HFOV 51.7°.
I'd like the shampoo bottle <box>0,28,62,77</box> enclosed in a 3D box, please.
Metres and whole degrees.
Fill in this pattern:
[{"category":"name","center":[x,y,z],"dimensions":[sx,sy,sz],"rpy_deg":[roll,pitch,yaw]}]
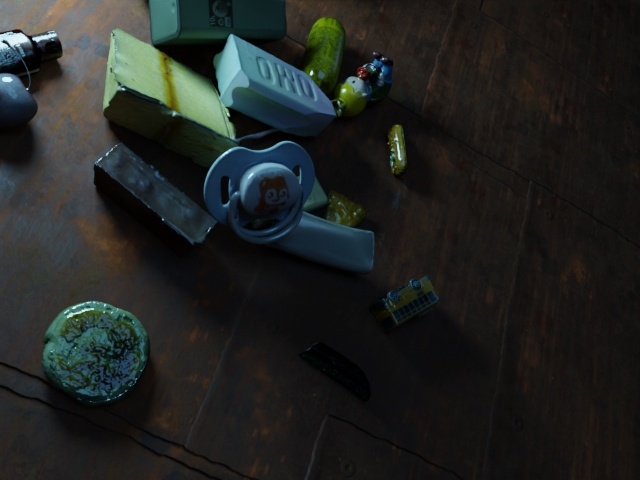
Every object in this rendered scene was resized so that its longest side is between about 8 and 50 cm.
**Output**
[{"category":"shampoo bottle","center":[-0.807,-0.449,1.635],"dimensions":[0.323,0.084,0.129],"rpy_deg":[-31,85,-36]}]

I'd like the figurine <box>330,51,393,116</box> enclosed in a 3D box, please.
[{"category":"figurine","center":[0.125,-0.487,2.073],"dimensions":[0.234,0.185,0.127],"rpy_deg":[-19,56,-35]}]

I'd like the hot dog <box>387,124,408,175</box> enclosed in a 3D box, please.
[{"category":"hot dog","center":[0.244,-0.291,2.098],"dimensions":[0.055,0.072,0.188],"rpy_deg":[-2,65,-4]}]

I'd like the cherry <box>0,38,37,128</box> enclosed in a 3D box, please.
[{"category":"cherry","center":[-0.771,-0.356,1.577],"dimensions":[0.188,0.148,0.115],"rpy_deg":[57,16,-18]}]

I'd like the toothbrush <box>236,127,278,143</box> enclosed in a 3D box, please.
[{"category":"toothbrush","center":[-0.176,-0.310,1.923],"dimensions":[0.204,0.022,0.017],"rpy_deg":[-27,63,-35]}]

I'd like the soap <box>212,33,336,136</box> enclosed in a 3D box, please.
[{"category":"soap","center":[-0.126,-0.423,1.888],"dimensions":[0.346,0.115,0.208],"rpy_deg":[19,42,-37]}]

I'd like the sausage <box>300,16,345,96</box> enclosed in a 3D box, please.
[{"category":"sausage","center":[0.007,-0.576,2.088],"dimensions":[0.123,0.123,0.347],"rpy_deg":[22,58,-16]}]

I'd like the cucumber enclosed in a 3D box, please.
[{"category":"cucumber","center":[0.052,0.325,1.704],"dimensions":[0.220,0.046,0.070],"rpy_deg":[36,47,-6]}]

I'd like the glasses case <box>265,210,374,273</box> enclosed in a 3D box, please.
[{"category":"glasses case","center":[0.001,-0.002,1.800],"dimensions":[0.308,0.083,0.128],"rpy_deg":[18,87,-18]}]

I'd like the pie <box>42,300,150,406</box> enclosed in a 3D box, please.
[{"category":"pie","center":[-0.491,0.246,1.459],"dimensions":[0.240,0.054,0.241],"rpy_deg":[10,63,-22]}]

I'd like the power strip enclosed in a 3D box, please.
[{"category":"power strip","center":[-0.098,-0.112,1.832],"dimensions":[0.256,0.070,0.105],"rpy_deg":[-19,75,-34]}]

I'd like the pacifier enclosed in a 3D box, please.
[{"category":"pacifier","center":[-0.169,-0.146,1.681],"dimensions":[0.299,0.244,0.233],"rpy_deg":[-10,34,-26]}]

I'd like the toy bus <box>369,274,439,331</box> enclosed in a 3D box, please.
[{"category":"toy bus","center":[0.241,0.176,1.844],"dimensions":[0.182,0.091,0.103],"rpy_deg":[-24,80,-32]}]

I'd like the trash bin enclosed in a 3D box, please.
[{"category":"trash bin","center":[-0.293,-0.650,1.900],"dimensions":[0.343,0.223,0.158],"rpy_deg":[-10,102,-32]}]

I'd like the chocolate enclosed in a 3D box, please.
[{"category":"chocolate","center":[-0.413,-0.089,1.636],"dimensions":[0.321,0.112,0.112],"rpy_deg":[39,52,-3]}]

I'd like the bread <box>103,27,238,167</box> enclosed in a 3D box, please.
[{"category":"bread","center":[-0.394,-0.420,1.753],"dimensions":[0.345,0.242,0.405],"rpy_deg":[15,63,-23]}]

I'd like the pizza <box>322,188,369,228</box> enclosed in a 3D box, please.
[{"category":"pizza","center":[0.055,-0.084,1.913],"dimensions":[0.178,0.041,0.131],"rpy_deg":[-35,87,-35]}]
